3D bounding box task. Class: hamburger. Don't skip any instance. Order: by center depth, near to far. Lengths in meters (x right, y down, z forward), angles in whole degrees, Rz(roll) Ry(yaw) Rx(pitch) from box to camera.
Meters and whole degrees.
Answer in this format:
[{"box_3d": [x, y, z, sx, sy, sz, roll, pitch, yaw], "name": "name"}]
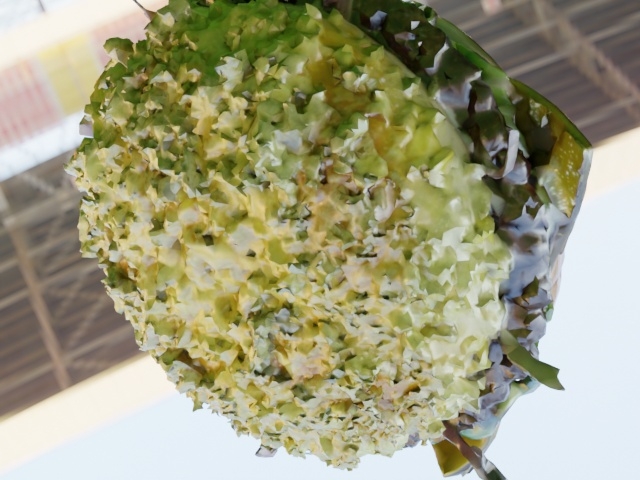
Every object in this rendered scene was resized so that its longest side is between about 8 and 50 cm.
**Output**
[{"box_3d": [0.000, 0.000, 0.765, 0.261, 0.243, 0.138, 30, -137, 23], "name": "hamburger"}]
